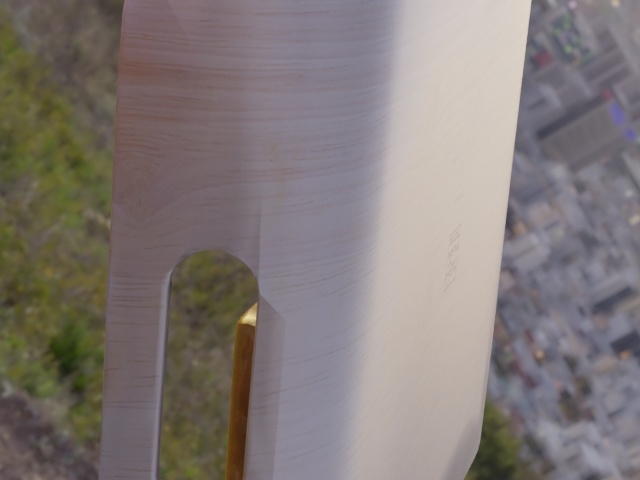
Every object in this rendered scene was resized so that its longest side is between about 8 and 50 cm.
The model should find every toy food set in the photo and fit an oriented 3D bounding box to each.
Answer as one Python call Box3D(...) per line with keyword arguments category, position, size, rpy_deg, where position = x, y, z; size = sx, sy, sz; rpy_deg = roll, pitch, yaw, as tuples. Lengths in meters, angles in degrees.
Box3D(category="toy food set", position=(0.000, 0.000, 0.558), size=(0.306, 0.092, 0.219), rpy_deg=(-41, 138, -67))
